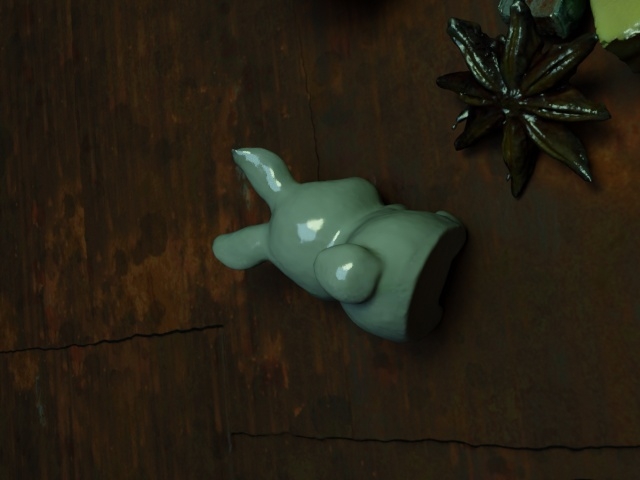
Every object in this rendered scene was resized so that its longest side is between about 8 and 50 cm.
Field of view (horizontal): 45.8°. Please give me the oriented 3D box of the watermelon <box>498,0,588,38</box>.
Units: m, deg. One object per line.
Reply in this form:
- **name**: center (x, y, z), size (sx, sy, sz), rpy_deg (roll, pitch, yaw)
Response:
- **watermelon**: center (0.293, -0.331, 0.984), size (0.139, 0.071, 0.187), rpy_deg (-33, 49, 55)

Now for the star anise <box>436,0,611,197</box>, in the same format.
- **star anise**: center (0.266, -0.187, 0.968), size (0.272, 0.102, 0.272), rpy_deg (30, 137, 32)

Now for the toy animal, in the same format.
- **toy animal**: center (0.008, 0.002, 1.077), size (0.368, 0.241, 0.196), rpy_deg (26, 102, 36)

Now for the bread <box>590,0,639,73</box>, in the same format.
- **bread**: center (0.373, -0.342, 0.854), size (0.168, 0.163, 0.264), rpy_deg (-28, 71, 35)
